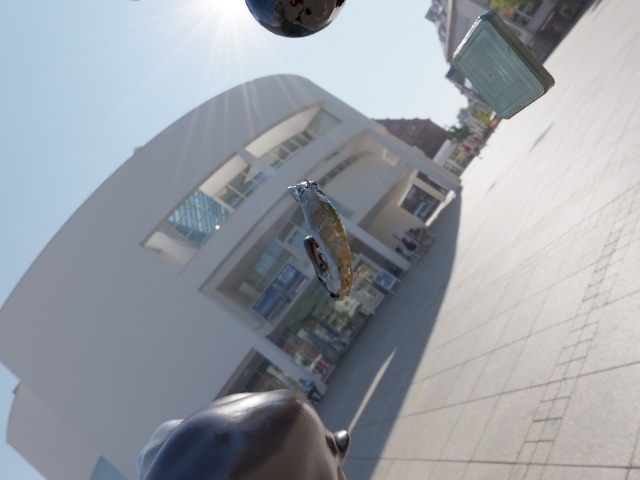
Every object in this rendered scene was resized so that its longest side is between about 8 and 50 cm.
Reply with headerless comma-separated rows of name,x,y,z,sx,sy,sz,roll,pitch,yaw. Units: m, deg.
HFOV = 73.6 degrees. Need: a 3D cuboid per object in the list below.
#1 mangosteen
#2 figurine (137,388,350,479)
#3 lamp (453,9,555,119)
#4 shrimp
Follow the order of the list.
mangosteen,-0.047,-0.450,0.722,0.210,0.210,0.210,-52,-10,-13
figurine,-0.024,0.316,0.438,0.218,0.365,0.206,-41,-1,-1
lamp,0.508,-0.486,1.221,0.047,0.266,0.269,-39,-1,-1
shrimp,0.001,0.000,0.761,0.058,0.253,0.173,-12,-48,-16
